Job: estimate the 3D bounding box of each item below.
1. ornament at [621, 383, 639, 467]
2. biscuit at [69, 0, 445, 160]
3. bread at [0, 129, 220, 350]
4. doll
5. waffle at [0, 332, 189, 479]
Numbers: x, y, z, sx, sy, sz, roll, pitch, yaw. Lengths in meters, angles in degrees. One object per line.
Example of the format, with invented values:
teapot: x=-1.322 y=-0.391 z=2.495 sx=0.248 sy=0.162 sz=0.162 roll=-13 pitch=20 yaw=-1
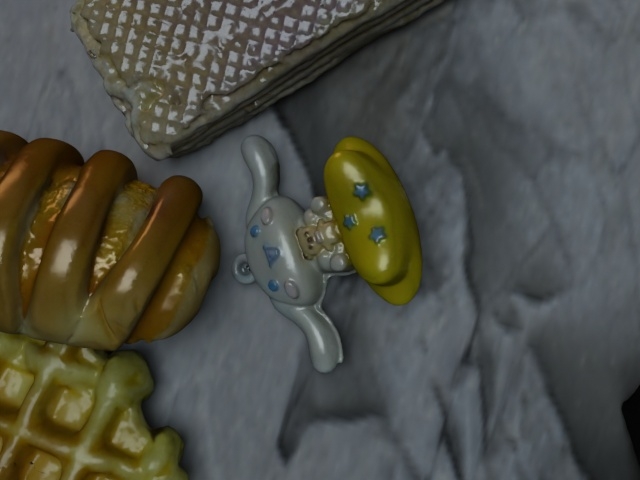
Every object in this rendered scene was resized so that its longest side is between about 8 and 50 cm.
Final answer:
ornament: x=0.263 y=0.088 z=0.443 sx=0.203 sy=0.088 sz=0.081 roll=-11 pitch=59 yaw=-6
biscuit: x=-0.020 y=-0.145 z=0.503 sx=0.238 sy=0.062 sz=0.108 roll=-31 pitch=83 yaw=5
bread: x=-0.143 y=-0.004 z=0.480 sx=0.177 sy=0.084 sz=0.119 roll=10 pitch=44 yaw=5
doll: x=-0.003 y=-0.007 z=0.492 sx=0.113 sy=0.071 sz=0.135 roll=-46 pitch=74 yaw=20
waffle: x=-0.200 y=0.161 z=0.492 sx=0.261 sy=0.056 sz=0.250 roll=-27 pitch=77 yaw=4
